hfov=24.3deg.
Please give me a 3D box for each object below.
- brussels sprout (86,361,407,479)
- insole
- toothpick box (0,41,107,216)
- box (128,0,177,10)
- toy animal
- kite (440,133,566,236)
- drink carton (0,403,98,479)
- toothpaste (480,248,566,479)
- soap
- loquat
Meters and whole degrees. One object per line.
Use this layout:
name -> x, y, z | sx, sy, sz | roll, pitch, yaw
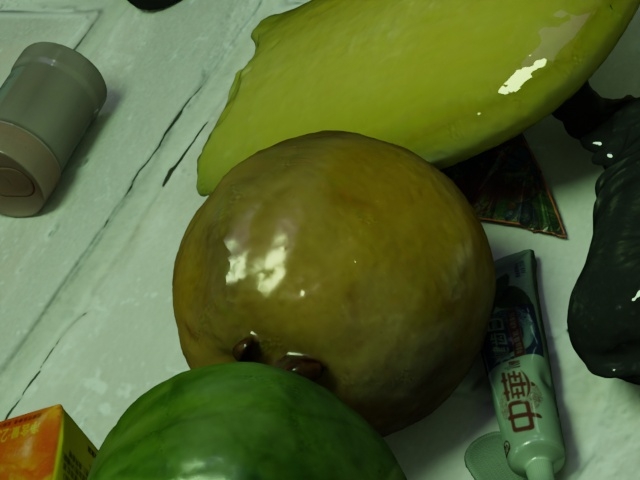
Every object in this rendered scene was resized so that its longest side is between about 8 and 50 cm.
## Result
brussels sprout -> -0.064, 0.214, 0.897 | 0.271, 0.219, 0.210 | -42, 21, 16
insole -> 0.140, 0.175, 0.971 | 0.053, 0.002, 0.153 | -32, 40, -3
toothpick box -> -0.281, -0.109, 1.443 | 0.098, 0.098, 0.149 | -1, 47, 30
box -> -0.152, -0.351, 1.665 | 0.212, 0.042, 0.201 | -36, 42, -7
toy animal -> 0.251, -0.032, 1.049 | 0.168, 0.106, 0.343 | -21, 34, 21
kite -> 0.126, -0.033, 1.194 | 0.190, 0.010, 0.159 | 12, 56, 40
drink carton -> -0.233, 0.292, 0.991 | 0.154, 0.111, 0.351 | -17, 43, 16
toothpaste -> 0.138, 0.088, 1.038 | 0.060, 0.038, 0.233 | -19, 37, 12
soap -> 0.092, -0.160, 1.228 | 0.427, 0.115, 0.306 | -15, 33, 43
loquat -> 0.010, 0.034, 1.040 | 0.193, 0.238, 0.238 | -51, 17, 48
